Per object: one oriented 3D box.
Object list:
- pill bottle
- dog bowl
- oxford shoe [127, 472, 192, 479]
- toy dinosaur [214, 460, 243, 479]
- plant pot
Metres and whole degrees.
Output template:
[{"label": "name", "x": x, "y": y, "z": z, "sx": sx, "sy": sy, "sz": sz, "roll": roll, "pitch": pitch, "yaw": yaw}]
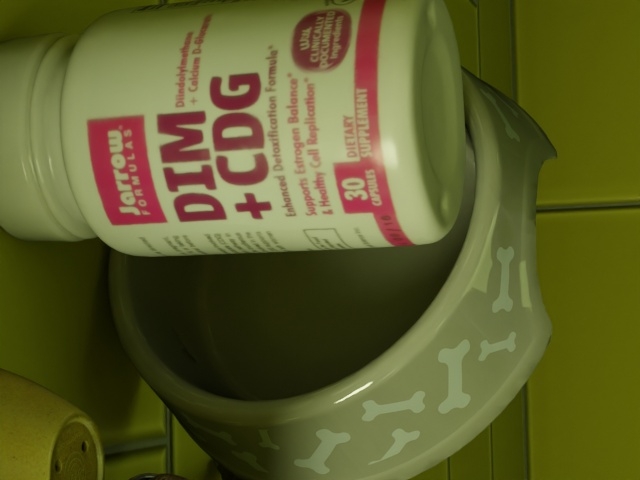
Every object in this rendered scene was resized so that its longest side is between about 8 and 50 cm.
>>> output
[{"label": "pill bottle", "x": -0.062, "y": -0.071, "z": 0.867, "sx": 0.160, "sy": 0.283, "sz": 0.160, "roll": -3, "pitch": 90, "yaw": -72}, {"label": "dog bowl", "x": 0.000, "y": 0.000, "z": 0.988, "sx": 0.102, "sy": 0.349, "sz": 0.348, "roll": 43, "pitch": 46, "yaw": -52}, {"label": "oxford shoe", "x": -0.092, "y": 0.218, "z": 0.821, "sx": 0.132, "sy": 0.130, "sz": 0.363, "roll": -63, "pitch": 179, "yaw": -18}, {"label": "toy dinosaur", "x": -0.027, "y": 0.273, "z": 1.078, "sx": 0.160, "sy": 0.121, "sz": 0.313, "roll": 34, "pitch": 31, "yaw": -45}, {"label": "plant pot", "x": -0.179, "y": 0.131, "z": 0.781, "sx": 0.134, "sy": 0.095, "sz": 0.134, "roll": -3, "pitch": 90, "yaw": -72}]
